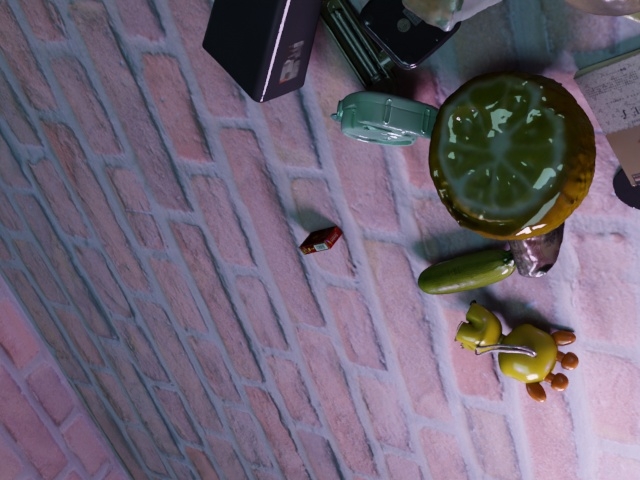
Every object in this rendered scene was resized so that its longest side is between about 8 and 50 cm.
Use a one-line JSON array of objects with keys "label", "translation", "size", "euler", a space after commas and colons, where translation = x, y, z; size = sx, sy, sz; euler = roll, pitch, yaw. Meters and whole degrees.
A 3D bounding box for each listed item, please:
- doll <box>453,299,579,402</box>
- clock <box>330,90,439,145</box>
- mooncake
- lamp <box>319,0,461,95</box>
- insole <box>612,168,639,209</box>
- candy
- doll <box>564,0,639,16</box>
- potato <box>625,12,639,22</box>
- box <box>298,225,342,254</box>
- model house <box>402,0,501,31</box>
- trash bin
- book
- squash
[{"label": "doll", "translation": [0.370, 0.201, 1.678], "size": [0.221, 0.143, 0.135], "euler": [27, 171, 24]}, {"label": "clock", "translation": [0.101, -0.195, 1.471], "size": [0.148, 0.060, 0.188], "euler": [9, 178, -20]}, {"label": "mooncake", "translation": [0.351, -0.015, 1.453], "size": [0.073, 0.130, 0.125], "euler": [-3, 130, 38]}, {"label": "lamp", "translation": [0.090, -0.336, 1.339], "size": [0.203, 0.124, 0.283], "euler": [46, 175, -3]}, {"label": "insole", "translation": [0.567, -0.114, 1.271], "size": [0.119, 0.009, 0.348], "euler": [46, 143, -12]}, {"label": "candy", "translation": [0.281, -0.125, 1.334], "size": [0.260, 0.118, 0.259], "euler": [8, 102, 43]}, {"label": "doll", "translation": [0.341, -0.414, 0.930], "size": [0.247, 0.247, 0.349], "euler": [38, 117, 1]}, {"label": "potato", "translation": [0.395, -0.355, 1.130], "size": [0.120, 0.081, 0.149], "euler": [15, 114, -26]}, {"label": "box", "translation": [0.000, 0.000, 1.828], "size": [0.082, 0.051, 0.023], "euler": [-14, 118, 46]}, {"label": "model house", "translation": [0.117, -0.472, 1.131], "size": [0.325, 0.194, 0.267], "euler": [34, 134, 21]}, {"label": "trash bin", "translation": [-0.086, -0.368, 1.444], "size": [0.165, 0.115, 0.225], "euler": [48, 143, 21]}, {"label": "book", "translation": [0.463, -0.174, 1.275], "size": [0.138, 0.016, 0.198], "euler": [-15, 115, 48]}, {"label": "squash", "translation": [0.277, 0.057, 1.643], "size": [0.252, 0.066, 0.066], "euler": [-18, 116, 49]}]
